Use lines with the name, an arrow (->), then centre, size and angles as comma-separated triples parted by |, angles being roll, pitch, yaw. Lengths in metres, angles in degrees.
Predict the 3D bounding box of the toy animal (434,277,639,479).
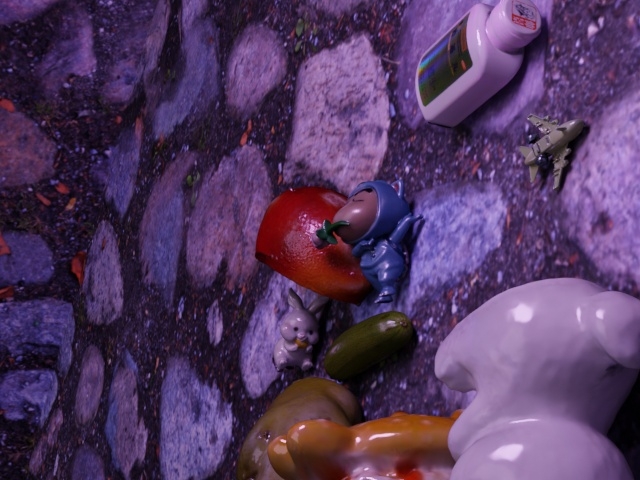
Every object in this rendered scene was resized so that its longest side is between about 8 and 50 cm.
toy animal -> 0.248, 0.223, 1.290 | 0.241, 0.196, 0.367 | -40, 42, 53

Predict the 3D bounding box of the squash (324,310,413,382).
squash -> 0.058, 0.158, 1.899 | 0.252, 0.066, 0.066 | 139, 136, -55

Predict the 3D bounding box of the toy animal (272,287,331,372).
toy animal -> -0.033, 0.150, 2.108 | 0.085, 0.071, 0.124 | -81, 6, -56

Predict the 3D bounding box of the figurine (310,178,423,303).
figurine -> 0.067, -0.001, 1.868 | 0.114, 0.144, 0.178 | 145, 119, -63

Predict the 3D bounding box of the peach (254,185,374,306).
peach -> -0.007, -0.002, 2.006 | 0.267, 0.154, 0.158 | 39, 114, 65

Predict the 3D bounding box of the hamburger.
hamburger -> 0.088, 0.294, 1.478 | 0.261, 0.303, 0.186 | 127, 142, -61

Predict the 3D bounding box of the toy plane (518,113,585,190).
toy plane -> 0.276, -0.115, 1.556 | 0.111, 0.040, 0.102 | -46, 59, 54

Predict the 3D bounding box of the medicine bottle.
medicine bottle -> 0.208, -0.244, 1.716 | 0.219, 0.078, 0.115 | 140, 136, -56

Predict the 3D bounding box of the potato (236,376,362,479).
potato -> -0.021, 0.337, 1.858 | 0.351, 0.202, 0.218 | -89, 10, -53
